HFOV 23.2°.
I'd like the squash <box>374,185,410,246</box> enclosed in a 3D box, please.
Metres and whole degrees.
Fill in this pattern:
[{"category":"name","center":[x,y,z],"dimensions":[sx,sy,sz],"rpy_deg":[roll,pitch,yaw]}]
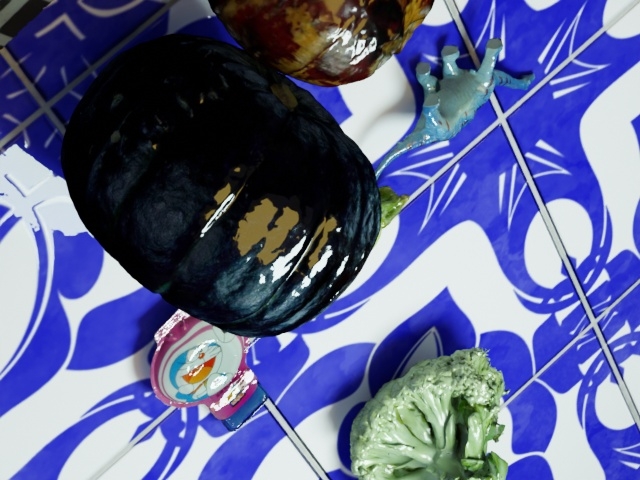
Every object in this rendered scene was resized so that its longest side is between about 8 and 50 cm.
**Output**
[{"category":"squash","center":[0.000,0.015,2.016],"dimensions":[0.287,0.137,0.137],"rpy_deg":[-17,127,-34]}]

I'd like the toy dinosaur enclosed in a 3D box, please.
[{"category":"toy dinosaur","center":[0.171,-0.189,2.048],"dimensions":[0.329,0.076,0.144],"rpy_deg":[-36,142,-28]}]

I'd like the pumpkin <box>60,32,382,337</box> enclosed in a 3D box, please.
[{"category":"pumpkin","center":[-0.107,-0.062,1.708],"dimensions":[0.266,0.363,0.363],"rpy_deg":[-50,136,9]}]

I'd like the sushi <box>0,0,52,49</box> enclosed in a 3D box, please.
[{"category":"sushi","center":[-0.402,-0.245,1.446],"dimensions":[0.343,0.064,0.359],"rpy_deg":[-36,144,31]}]

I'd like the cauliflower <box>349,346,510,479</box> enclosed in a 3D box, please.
[{"category":"cauliflower","center":[0.185,0.302,2.256],"dimensions":[0.272,0.250,0.275],"rpy_deg":[-37,139,-11]}]

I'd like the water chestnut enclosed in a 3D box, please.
[{"category":"water chestnut","center":[-0.004,-0.310,1.709],"dimensions":[0.289,0.244,0.289],"rpy_deg":[-25,123,-45]}]

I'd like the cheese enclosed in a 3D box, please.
[{"category":"cheese","center":[-0.141,0.171,2.044],"dimensions":[0.155,0.062,0.244],"rpy_deg":[-44,136,-9]}]
